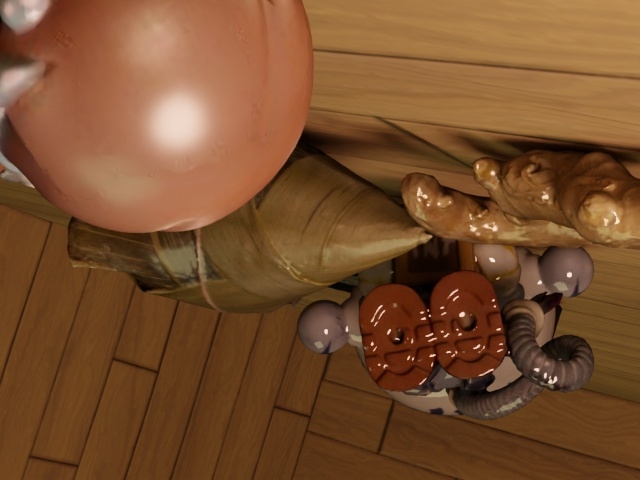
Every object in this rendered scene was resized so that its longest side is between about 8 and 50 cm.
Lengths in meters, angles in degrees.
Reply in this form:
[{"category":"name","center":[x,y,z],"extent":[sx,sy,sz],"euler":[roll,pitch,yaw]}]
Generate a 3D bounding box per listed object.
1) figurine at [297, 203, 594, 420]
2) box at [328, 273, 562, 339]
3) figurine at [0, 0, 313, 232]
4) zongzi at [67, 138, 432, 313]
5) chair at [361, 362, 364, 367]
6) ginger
[{"category":"figurine","center":[0.104,0.062,1.342],"extent":[0.261,0.186,0.382],"euler":[2,177,9]},{"category":"box","center":[0.107,0.046,1.860],"extent":[0.350,0.058,0.211],"euler":[15,172,19]},{"category":"figurine","center":[-0.199,-0.074,0.677],"extent":[0.248,0.276,0.388],"euler":[62,161,-6]},{"category":"zongzi","center":[0.000,0.000,1.250],"extent":[0.317,0.154,0.289],"euler":[14,179,29]},{"category":"chair","center":[0.123,0.130,2.188],"extent":[0.140,0.145,0.221],"euler":[13,172,28]},{"category":"ginger","center":[0.177,-0.023,0.978],"extent":[0.149,0.065,0.258],"euler":[5,176,-34]}]
